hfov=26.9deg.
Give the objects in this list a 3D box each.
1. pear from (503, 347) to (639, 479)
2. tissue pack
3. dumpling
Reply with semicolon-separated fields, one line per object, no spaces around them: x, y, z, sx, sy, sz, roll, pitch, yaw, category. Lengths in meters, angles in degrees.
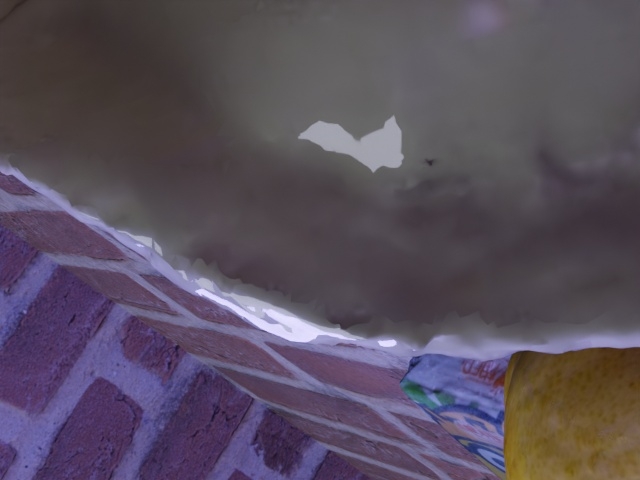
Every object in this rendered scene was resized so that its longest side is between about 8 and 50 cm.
0.265;0.123;0.830;0.314;0.314;0.314;29;165;8;pear
0.263;0.213;1.483;0.228;0.128;0.311;12;157;46;tissue pack
0.009;-0.116;0.472;0.316;0.395;0.233;-7;138;-11;dumpling
